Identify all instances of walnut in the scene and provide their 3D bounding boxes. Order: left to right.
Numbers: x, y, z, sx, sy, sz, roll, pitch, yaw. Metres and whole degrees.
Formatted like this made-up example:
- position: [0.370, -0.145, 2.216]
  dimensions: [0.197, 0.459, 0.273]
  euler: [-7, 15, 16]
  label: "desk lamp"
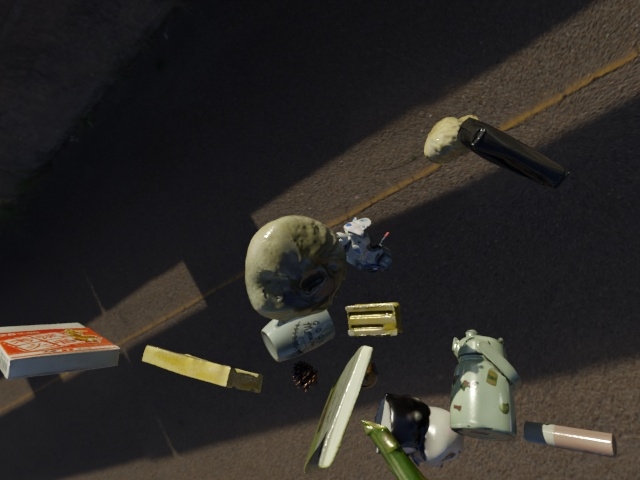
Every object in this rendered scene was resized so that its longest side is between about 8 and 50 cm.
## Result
- position: [0.195, 0.602, 1.838]
  dimensions: [0.137, 0.245, 0.137]
  euler: [-2, 77, 11]
  label: "walnut"

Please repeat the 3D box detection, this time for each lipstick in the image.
- position: [0.813, 0.650, 1.330]
  dimensions: [0.254, 0.070, 0.070]
  euler: [-12, 96, 44]
  label: "lipstick"

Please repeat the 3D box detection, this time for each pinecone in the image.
- position: [-0.055, 0.493, 1.487]
  dimensions: [0.102, 0.102, 0.110]
  euler: [-43, 67, 31]
  label: "pinecone"

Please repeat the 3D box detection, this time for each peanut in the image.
- position: [0.488, -0.372, 1.459]
  dimensions: [0.152, 0.312, 0.152]
  euler: [33, 135, 39]
  label: "peanut"

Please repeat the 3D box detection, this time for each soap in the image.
- position: [-0.228, 0.240, 0.765]
  dimensions: [0.251, 0.092, 0.037]
  euler: [0, 65, 36]
  label: "soap"
- position: [0.230, 0.341, 1.746]
  dimensions: [0.233, 0.076, 0.135]
  euler: [-9, 85, 29]
  label: "soap"

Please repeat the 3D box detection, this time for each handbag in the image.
- position: [0.473, -0.219, 1.031]
  dimensions: [0.246, 0.223, 0.080]
  euler: [26, 116, -3]
  label: "handbag"

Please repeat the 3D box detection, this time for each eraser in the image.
- position: [-0.481, 0.189, 0.720]
  dimensions: [0.230, 0.157, 0.038]
  euler: [4, 88, 44]
  label: "eraser"

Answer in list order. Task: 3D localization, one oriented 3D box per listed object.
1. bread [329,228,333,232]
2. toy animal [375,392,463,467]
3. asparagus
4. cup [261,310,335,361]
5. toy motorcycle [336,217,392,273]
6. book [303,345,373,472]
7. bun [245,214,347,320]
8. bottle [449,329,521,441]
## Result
- position: [0.000, 0.000, 1.199]
  dimensions: [0.046, 0.036, 0.083]
  euler: [23, 112, -25]
  label: "bread"
- position: [0.379, 0.716, 1.524]
  dimensions: [0.309, 0.251, 0.251]
  euler: [13, 112, -7]
  label: "toy animal"
- position: [0.243, 0.688, 1.250]
  dimensions: [0.085, 0.082, 0.343]
  euler: [-46, 54, 14]
  label: "asparagus"
- position: [-0.097, 0.303, 1.499]
  dimensions: [0.186, 0.233, 0.258]
  euler: [28, 136, 52]
  label: "cup"
- position: [0.138, 0.015, 1.262]
  dimensions: [0.150, 0.221, 0.102]
  euler: [-57, 28, 6]
  label: "toy motorcycle"
- position: [0.029, 0.387, 0.896]
  dimensions: [0.035, 0.239, 0.352]
  euler: [24, 149, 5]
  label: "book"
- position: [-0.049, 0.071, 0.968]
  dimensions: [0.168, 0.272, 0.273]
  euler: [27, 117, 51]
  label: "bun"
- position: [0.567, 0.487, 1.398]
  dimensions: [0.228, 0.352, 0.229]
  euler: [11, 149, 7]
  label: "bottle"
